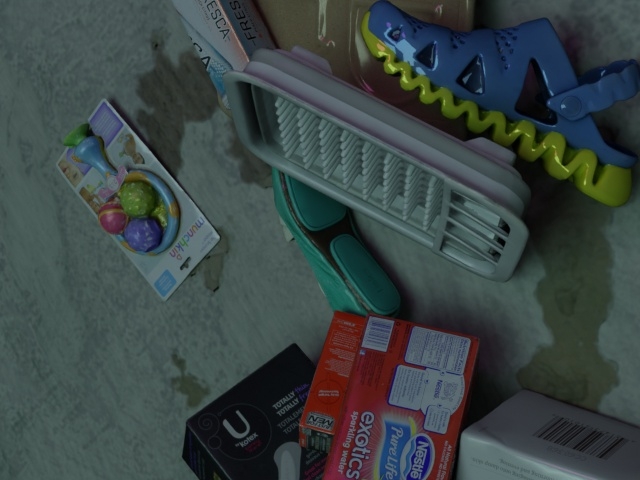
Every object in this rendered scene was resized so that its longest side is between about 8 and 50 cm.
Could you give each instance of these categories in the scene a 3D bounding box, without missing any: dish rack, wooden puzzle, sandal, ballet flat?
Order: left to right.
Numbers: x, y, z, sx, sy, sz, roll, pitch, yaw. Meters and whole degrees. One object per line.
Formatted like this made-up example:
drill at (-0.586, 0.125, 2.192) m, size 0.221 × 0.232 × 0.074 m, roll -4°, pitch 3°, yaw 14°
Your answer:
ballet flat at (0.000, 0.000, 1.641) m, size 0.087 × 0.083 × 0.247 m, roll -41°, pitch 76°, yaw 48°
wooden puzzle at (0.034, -0.279, 1.554) m, size 0.322 × 0.080 × 0.347 m, roll 12°, pitch 113°, yaw 32°
dish rack at (0.067, -0.083, 1.458) m, size 0.333 × 0.285 × 0.072 m, roll 27°, pitch 79°, yaw 8°
sandal at (0.189, -0.161, 1.410) m, size 0.317 × 0.126 × 0.138 m, roll 26°, pitch 102°, yaw -10°

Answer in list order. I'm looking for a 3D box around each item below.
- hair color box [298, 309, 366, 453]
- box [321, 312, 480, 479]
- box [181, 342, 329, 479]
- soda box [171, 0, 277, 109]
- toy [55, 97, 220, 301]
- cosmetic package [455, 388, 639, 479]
hair color box at (0.015, 0.156, 1.579) m, size 0.043 × 0.141 × 0.072 m, roll 14°, pitch 153°, yaw 6°
box at (0.081, 0.223, 1.517) m, size 0.128 × 0.122 × 0.256 m, roll 12°, pitch 67°, yaw 10°
box at (-0.014, 0.283, 1.639) m, size 0.270 × 0.165 × 0.143 m, roll 50°, pitch 160°, yaw 14°
soda box at (-0.108, -0.240, 1.579) m, size 0.063 × 0.058 × 0.183 m, roll -28°, pitch 89°, yaw 38°
toy at (-0.247, -0.047, 1.809) m, size 0.237 × 0.056 × 0.137 m, roll 52°, pitch 125°, yaw 13°
cosmetic package at (0.251, 0.382, 1.519) m, size 0.217 × 0.156 × 0.384 m, roll 17°, pitch 112°, yaw 30°
